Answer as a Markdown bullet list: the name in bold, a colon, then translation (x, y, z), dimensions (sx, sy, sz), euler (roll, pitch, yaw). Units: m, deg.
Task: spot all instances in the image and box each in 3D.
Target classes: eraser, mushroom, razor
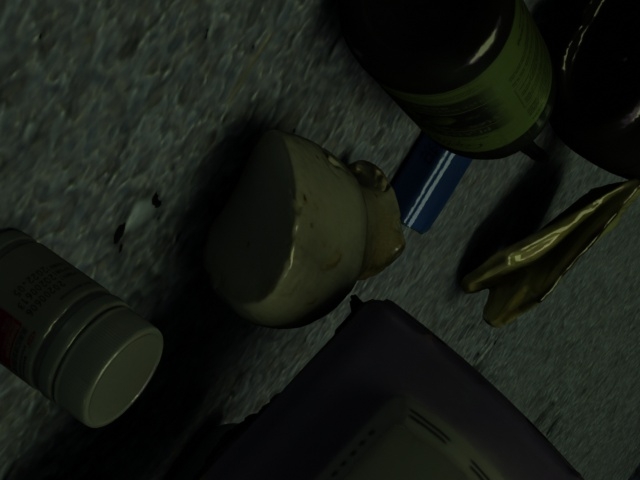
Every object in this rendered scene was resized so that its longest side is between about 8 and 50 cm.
- **eraser**: translation (0.082, -0.049, 1.225), dimensions (0.085, 0.027, 0.063), euler (-58, 161, 3)
- **mushroom**: translation (0.000, 0.000, 1.018), dimensions (0.225, 0.093, 0.116), euler (14, 93, -66)
- **razor**: translation (0.279, -0.155, 1.391), dimensions (0.204, 0.113, 0.349), euler (-60, 161, 6)

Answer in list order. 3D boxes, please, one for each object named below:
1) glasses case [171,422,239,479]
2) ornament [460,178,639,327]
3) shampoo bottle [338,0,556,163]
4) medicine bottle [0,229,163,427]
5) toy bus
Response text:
- **glasses case**: translation (-0.091, 0.210, 1.157), dimensions (0.178, 0.067, 0.045), euler (-55, 158, -4)
- **ornament**: translation (0.228, -0.006, 1.506), dimensions (0.180, 0.059, 0.201), euler (-41, 175, 36)
- **shampoo bottle**: translation (0.096, -0.110, 1.058), dimensions (0.101, 0.101, 0.284), euler (-57, 160, 0)
- **medicine bottle**: translation (-0.126, 0.041, 0.787), dimensions (0.058, 0.091, 0.058), euler (-47, 158, -26)
- **toy bus**: translation (-0.036, 0.240, 0.991), dimensions (0.440, 0.209, 0.249), euler (-45, 177, -10)
